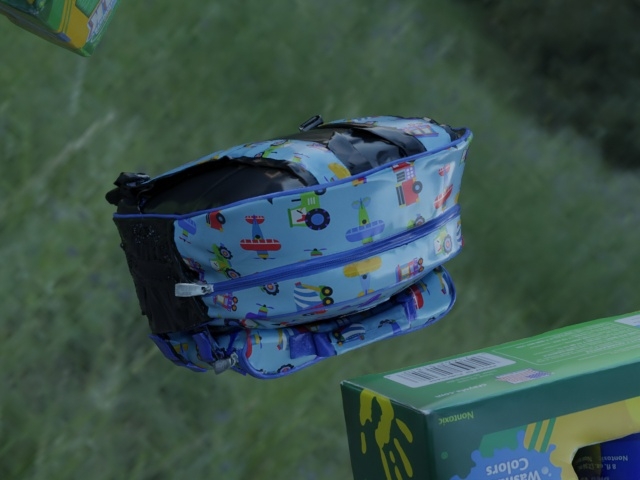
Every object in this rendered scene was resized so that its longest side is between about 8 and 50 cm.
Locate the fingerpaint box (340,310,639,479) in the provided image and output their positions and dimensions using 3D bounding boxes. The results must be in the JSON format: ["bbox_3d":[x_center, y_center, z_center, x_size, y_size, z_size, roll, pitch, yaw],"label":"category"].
[{"bbox_3d":[0.270,0.256,1.446,0.445,0.371,0.163,-11,10,-22],"label":"fingerpaint box"}]

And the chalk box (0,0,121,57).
[{"bbox_3d":[-0.191,-0.238,1.117,0.179,0.180,0.289,27,1,1],"label":"chalk box"}]

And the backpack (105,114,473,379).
[{"bbox_3d":[0.000,0.000,0.875,0.158,0.173,0.116,-18,96,-31],"label":"backpack"}]
